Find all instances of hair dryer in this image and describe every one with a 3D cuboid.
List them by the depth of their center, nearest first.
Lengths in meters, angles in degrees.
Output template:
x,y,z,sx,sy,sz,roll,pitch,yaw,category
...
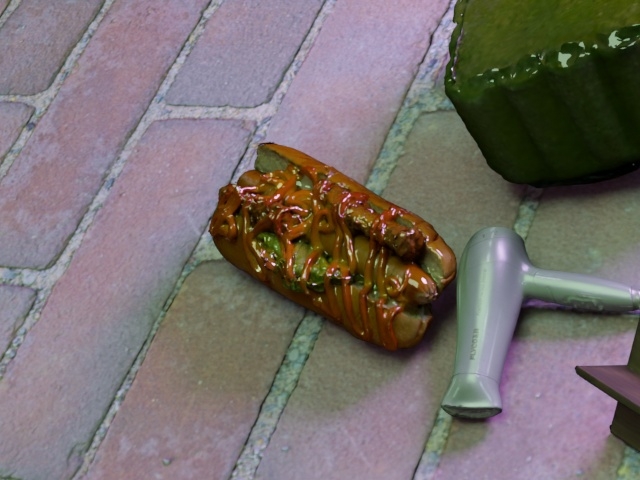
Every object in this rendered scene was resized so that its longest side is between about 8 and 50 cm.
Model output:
x,y,z,sx,sy,sz,roll,pitch,yaw,category
0.249,0.086,1.497,0.237,0.075,0.206,-1,58,18,hair dryer

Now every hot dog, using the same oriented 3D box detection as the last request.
x,y,z,sx,sy,sz,roll,pitch,yaw,category
0.000,0.000,1.642,0.349,0.117,0.158,32,92,43,hot dog

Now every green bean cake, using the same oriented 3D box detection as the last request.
x,y,z,sx,sy,sz,roll,pitch,yaw,category
0.322,-0.228,1.632,0.319,0.218,0.335,-10,41,32,green bean cake

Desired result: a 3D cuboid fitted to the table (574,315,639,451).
x,y,z,sx,sy,sz,roll,pitch,yaw,category
0.347,0.158,1.312,0.167,0.167,0.227,-42,35,-10,table
